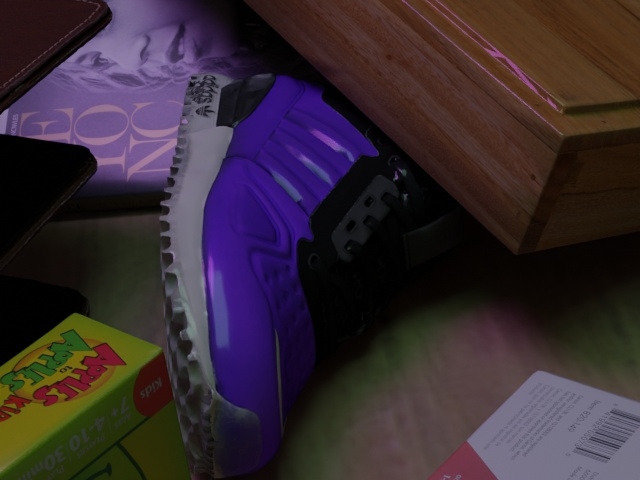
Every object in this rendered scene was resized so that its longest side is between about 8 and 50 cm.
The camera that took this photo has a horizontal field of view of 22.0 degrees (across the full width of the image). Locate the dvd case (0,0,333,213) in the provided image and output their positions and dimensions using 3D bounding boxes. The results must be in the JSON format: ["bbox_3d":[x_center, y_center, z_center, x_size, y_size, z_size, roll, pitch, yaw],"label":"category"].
[{"bbox_3d":[-0.099,-0.092,0.992,0.221,0.018,0.164,-4,58,8],"label":"dvd case"}]

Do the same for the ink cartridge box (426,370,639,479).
[{"bbox_3d":[0.136,0.128,0.600,0.198,0.067,0.115,17,40,37],"label":"ink cartridge box"}]

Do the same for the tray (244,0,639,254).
[{"bbox_3d":[0.064,-0.154,0.917,0.203,0.076,0.411,-10,41,-37],"label":"tray"}]

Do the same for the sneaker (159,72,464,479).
[{"bbox_3d":[0.000,-0.001,0.809,0.146,0.102,0.293,1,35,0],"label":"sneaker"}]

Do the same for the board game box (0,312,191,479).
[{"bbox_3d":[-0.081,0.126,0.545,0.043,0.181,0.092,18,40,36],"label":"board game box"}]

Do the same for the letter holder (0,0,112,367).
[{"bbox_3d":[-0.269,-0.033,0.880,0.302,0.152,0.214,5,32,20],"label":"letter holder"}]
